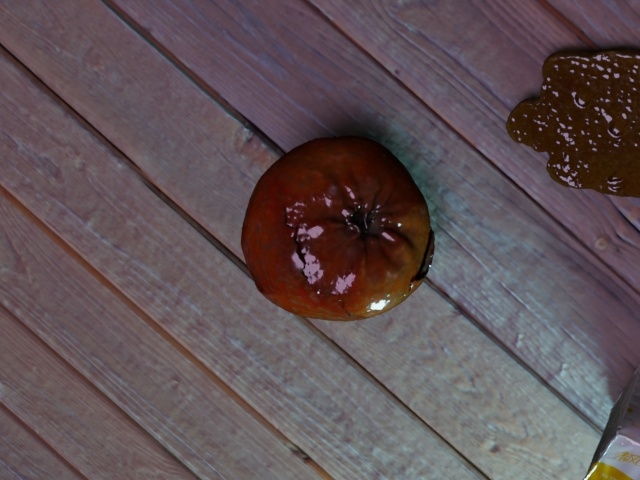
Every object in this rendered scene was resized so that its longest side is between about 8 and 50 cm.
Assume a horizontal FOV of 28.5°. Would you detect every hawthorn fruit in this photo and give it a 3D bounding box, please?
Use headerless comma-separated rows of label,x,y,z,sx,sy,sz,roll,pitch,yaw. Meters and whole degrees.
hawthorn fruit,0.000,0.000,1.829,0.276,0.276,0.307,53,142,-8

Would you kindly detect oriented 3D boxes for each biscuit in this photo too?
biscuit,0.388,-0.156,1.664,0.290,0.041,0.209,3,118,27

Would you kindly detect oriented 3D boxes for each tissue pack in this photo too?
tissue pack,0.513,0.307,1.776,0.225,0.185,0.124,28,126,10
